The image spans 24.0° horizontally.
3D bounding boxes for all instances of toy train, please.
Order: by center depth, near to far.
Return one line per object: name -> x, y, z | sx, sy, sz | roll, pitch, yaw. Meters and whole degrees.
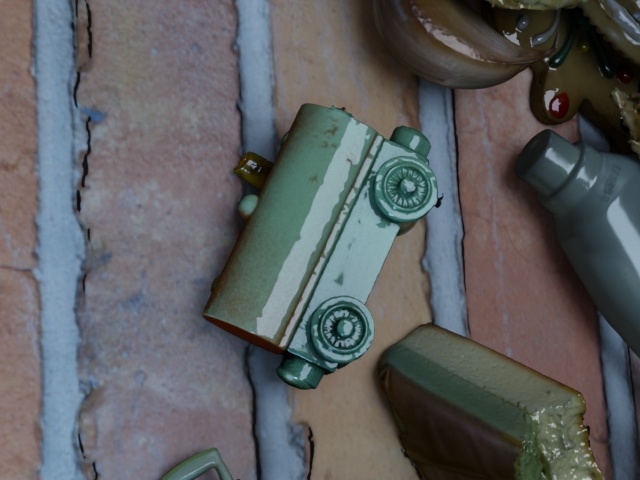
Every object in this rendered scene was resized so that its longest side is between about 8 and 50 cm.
toy train -> 0.000, 0.000, 1.493 | 0.177, 0.116, 0.285 | 26, 80, -4

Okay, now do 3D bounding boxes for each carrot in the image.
carrot -> -0.012, -0.043, 1.560 | 0.171, 0.042, 0.042 | 30, 65, -18

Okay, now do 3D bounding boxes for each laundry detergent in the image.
laundry detergent -> 0.386, 0.022, 1.717 | 0.398, 0.125, 0.264 | 34, 60, -17

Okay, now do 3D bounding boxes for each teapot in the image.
teapot -> -0.102, 0.272, 1.418 | 0.091, 0.124, 0.092 | -21, 130, -17

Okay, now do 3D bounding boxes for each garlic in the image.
garlic -> 0.133, -0.220, 1.634 | 0.207, 0.115, 0.128 | 40, 54, 1

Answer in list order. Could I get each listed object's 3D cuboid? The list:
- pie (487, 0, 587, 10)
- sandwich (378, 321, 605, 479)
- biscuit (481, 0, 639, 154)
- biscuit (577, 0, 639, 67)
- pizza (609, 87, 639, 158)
pie -> 0.159, -0.377, 1.646 | 0.339, 0.083, 0.339 | 21, 41, -19
sandwich -> 0.172, 0.183, 1.522 | 0.108, 0.186, 0.220 | -30, 93, -34
biscuit -> 0.317, -0.213, 1.784 | 0.301, 0.049, 0.197 | 33, 62, -17
biscuit -> 0.392, -0.301, 1.791 | 0.259, 0.079, 0.259 | 24, 44, -26
pizza -> 0.472, -0.074, 1.703 | 0.251, 0.074, 0.287 | -16, 75, -43
